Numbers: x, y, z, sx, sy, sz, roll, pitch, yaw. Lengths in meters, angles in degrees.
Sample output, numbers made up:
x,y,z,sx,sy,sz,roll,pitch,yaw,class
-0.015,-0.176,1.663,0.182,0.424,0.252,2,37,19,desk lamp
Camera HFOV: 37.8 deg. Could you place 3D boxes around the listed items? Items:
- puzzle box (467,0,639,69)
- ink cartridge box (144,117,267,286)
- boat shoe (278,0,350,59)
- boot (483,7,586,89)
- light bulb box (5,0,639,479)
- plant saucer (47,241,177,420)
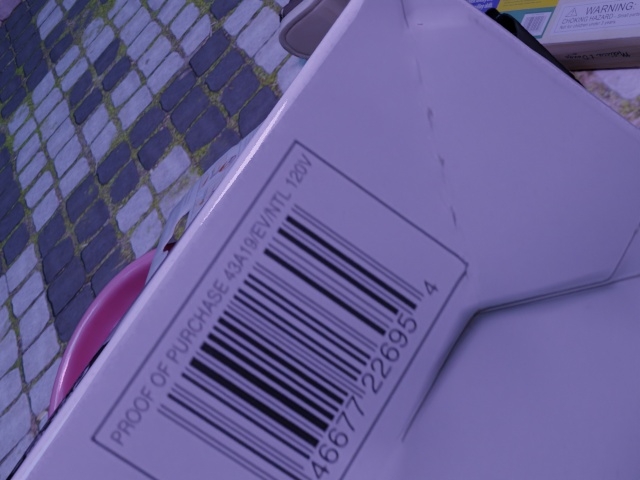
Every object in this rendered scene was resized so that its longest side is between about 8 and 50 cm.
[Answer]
x,y,z,sx,sy,sz,roll,pitch,yaw,class
0.321,-0.303,0.975,0.409,0.052,0.272,10,69,50,puzzle box
-0.029,-0.071,1.047,0.385,0.091,0.308,-41,19,16,ink cartridge box
0.072,-0.355,1.231,0.324,0.116,0.097,-26,48,39,boat shoe
0.218,-0.126,0.874,0.077,0.137,0.198,-43,39,14,boot
-0.017,0.109,0.514,0.358,0.225,0.361,-57,7,-17,light bulb box
-0.177,0.165,1.084,0.332,0.084,0.332,-20,55,30,plant saucer
